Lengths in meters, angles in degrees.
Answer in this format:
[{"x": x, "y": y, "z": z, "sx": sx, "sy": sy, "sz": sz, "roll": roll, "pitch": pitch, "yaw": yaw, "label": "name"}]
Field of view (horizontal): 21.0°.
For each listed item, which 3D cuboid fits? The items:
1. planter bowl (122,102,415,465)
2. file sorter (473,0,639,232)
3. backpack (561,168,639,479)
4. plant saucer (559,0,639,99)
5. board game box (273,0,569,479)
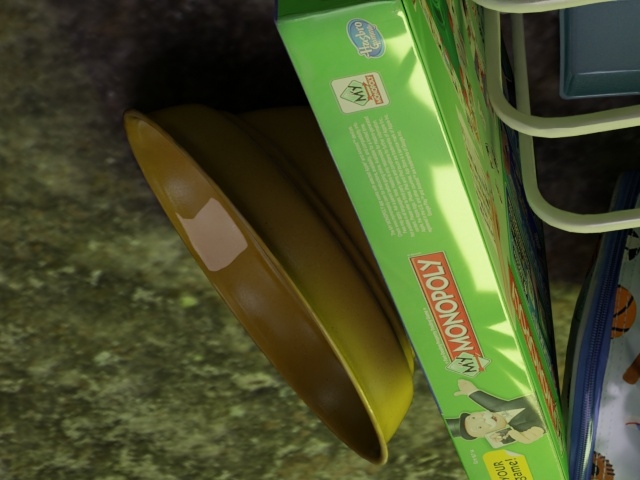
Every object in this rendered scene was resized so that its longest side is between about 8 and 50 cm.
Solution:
[{"x": 0.000, "y": 0.000, "z": 0.863, "sx": 0.090, "sy": 0.217, "sz": 0.217, "roll": -35, "pitch": 139, "yaw": -11, "label": "planter bowl"}, {"x": 0.138, "y": -0.154, "z": 0.644, "sx": 0.193, "sy": 0.173, "sz": 0.277, "roll": -9, "pitch": 140, "yaw": 13, "label": "file sorter"}, {"x": 0.228, "y": 0.059, "z": 0.857, "sx": 0.213, "sy": 0.276, "sz": 0.263, "roll": 10, "pitch": 135, "yaw": 4, "label": "backpack"}, {"x": 0.211, "y": -0.102, "z": 0.827, "sx": 0.192, "sy": 0.018, "sz": 0.067, "roll": -2, "pitch": 141, "yaw": 6, "label": "plant saucer"}, {"x": 0.050, "y": -0.058, "z": 0.731, "sx": 0.046, "sy": 0.213, "sz": 0.317, "roll": -9, "pitch": 139, "yaw": 13, "label": "board game box"}]
